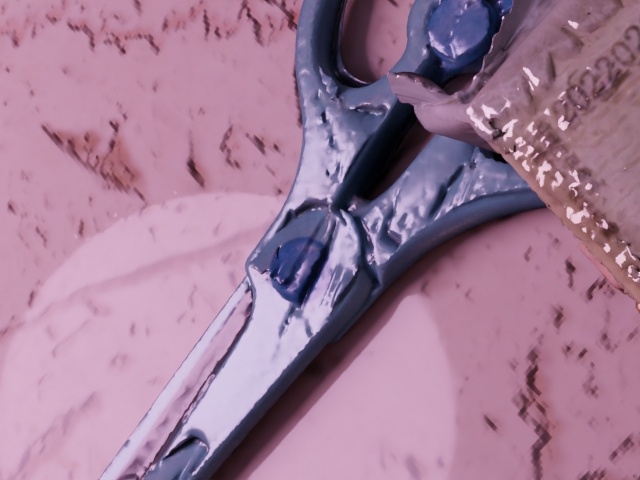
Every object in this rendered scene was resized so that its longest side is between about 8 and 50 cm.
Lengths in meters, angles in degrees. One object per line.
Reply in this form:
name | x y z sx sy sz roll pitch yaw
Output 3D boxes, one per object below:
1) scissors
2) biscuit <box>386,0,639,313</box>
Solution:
scissors | 0.000 0.000 0.552 0.180 0.032 0.393 43 99 29
biscuit | 0.182 -0.003 0.418 0.186 0.079 0.309 -44 69 17
